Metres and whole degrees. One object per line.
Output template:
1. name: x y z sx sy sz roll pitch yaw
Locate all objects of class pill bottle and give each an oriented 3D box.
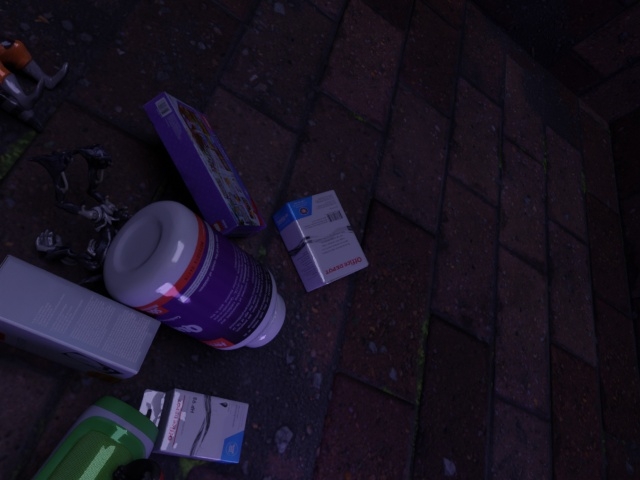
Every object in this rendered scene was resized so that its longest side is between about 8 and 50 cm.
1. pill bottle: -0.201 0.081 0.876 0.323 0.181 0.181 44 46 -46

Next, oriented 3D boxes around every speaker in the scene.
1. speaker: -0.367 0.382 0.712 0.131 0.131 0.296 41 52 -13

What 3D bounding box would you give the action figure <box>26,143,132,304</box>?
1. action figure: -0.400 -0.024 0.873 0.164 0.141 0.275 -29 114 -47

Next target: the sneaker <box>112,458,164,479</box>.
1. sneaker: -0.279 0.438 0.642 0.276 0.098 0.135 -56 130 -40

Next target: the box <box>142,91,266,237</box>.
1. box: -0.227 -0.142 1.016 0.293 0.057 0.201 61 9 4

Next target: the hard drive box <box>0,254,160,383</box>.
1. hard drive box: -0.394 0.134 0.771 0.232 0.181 0.089 30 58 -19

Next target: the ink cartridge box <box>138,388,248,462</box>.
1. ink cartridge box: -0.227 0.327 0.874 0.180 0.060 0.104 21 59 -25

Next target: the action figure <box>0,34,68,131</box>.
1. action figure: -0.631 -0.295 0.814 0.330 0.178 0.341 18 35 -22

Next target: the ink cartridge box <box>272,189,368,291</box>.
1. ink cartridge box: 0.000 0.000 1.162 0.148 0.086 0.203 -19 82 -38
